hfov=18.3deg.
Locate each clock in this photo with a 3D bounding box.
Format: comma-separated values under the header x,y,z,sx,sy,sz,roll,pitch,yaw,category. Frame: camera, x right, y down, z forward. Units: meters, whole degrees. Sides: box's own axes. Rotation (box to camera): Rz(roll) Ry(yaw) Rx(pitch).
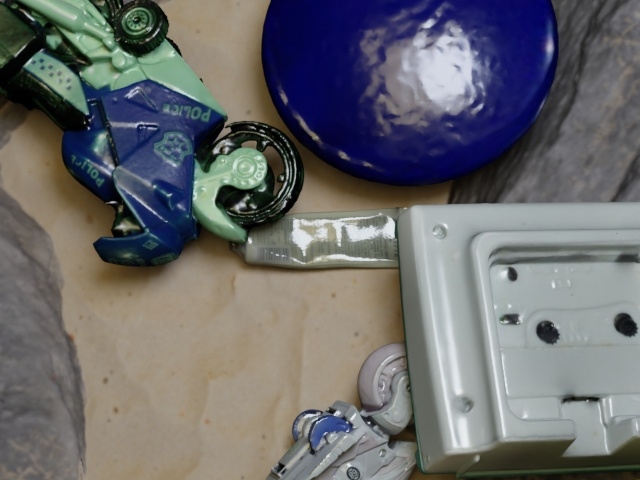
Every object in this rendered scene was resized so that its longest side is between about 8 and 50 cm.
x,y,z,sx,sy,sz,roll,pitch,yaw,category
0.206,0.074,1.660,0.262,0.116,0.231,0,72,-15,clock

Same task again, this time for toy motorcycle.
x,y,z,sx,sy,sz,roll,pitch,yaw,category
-0.179,-0.101,1.779,0.331,0.125,0.196,42,81,13,toy motorcycle
0.016,0.199,1.698,0.112,0.112,0.254,40,80,14,toy motorcycle

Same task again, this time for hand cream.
x,y,z,sx,sy,sz,roll,pitch,yaw,category
0.000,0.000,1.785,0.165,0.037,0.057,-2,74,-3,hand cream

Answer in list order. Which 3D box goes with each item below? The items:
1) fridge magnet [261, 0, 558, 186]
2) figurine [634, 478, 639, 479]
x,y,z,sx,sy,sz,roll,pitch,yaw,category
0.080,-0.173,1.778,0.265,0.113,0.265,-2,74,6,fridge magnet
0.365,0.222,1.617,0.315,0.187,0.168,-24,91,-6,figurine
